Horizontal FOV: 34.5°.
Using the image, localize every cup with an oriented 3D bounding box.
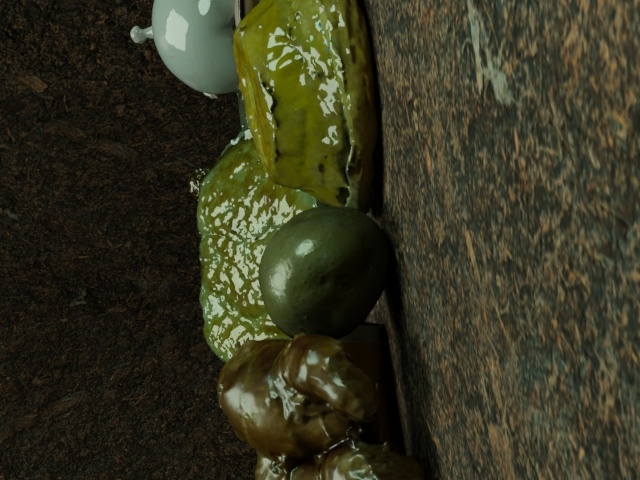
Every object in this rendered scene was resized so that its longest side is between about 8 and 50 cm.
[{"bbox_3d":[0.020,0.258,1.485,0.196,0.197,0.279,118,151,-82],"label":"cup"}]

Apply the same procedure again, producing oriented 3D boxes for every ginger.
[{"bbox_3d":[0.020,0.264,1.262,0.274,0.152,0.357,-29,85,46],"label":"ginger"}]

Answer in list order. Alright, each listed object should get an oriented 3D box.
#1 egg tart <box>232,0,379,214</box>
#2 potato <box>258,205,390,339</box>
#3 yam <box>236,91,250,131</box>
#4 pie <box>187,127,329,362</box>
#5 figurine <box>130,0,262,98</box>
[{"bbox_3d":[-0.020,-0.204,1.416,0.388,0.169,0.387,169,90,-83],"label":"egg tart"},{"bbox_3d":[0.007,0.046,1.324,0.235,0.178,0.160,89,161,-60],"label":"potato"},{"bbox_3d":[-0.078,-0.207,2.047,0.161,0.161,0.267,149,114,-85],"label":"yam"},{"bbox_3d":[-0.073,0.011,1.771,0.395,0.181,0.417,-29,63,46],"label":"pie"},{"bbox_3d":[-0.141,-0.374,1.701,0.361,0.211,0.253,6,88,54],"label":"figurine"}]
